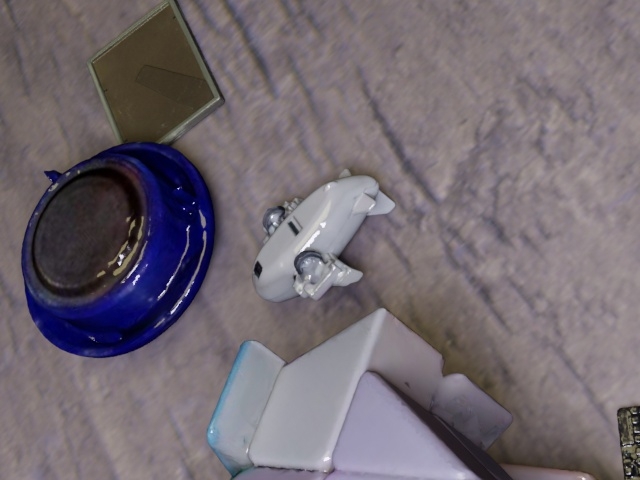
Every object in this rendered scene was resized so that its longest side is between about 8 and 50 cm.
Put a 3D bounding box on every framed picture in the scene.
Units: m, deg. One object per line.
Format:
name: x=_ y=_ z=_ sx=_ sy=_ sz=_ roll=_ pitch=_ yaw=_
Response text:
framed picture: x=-0.212 y=-0.201 z=1.550 sx=0.150 sy=0.015 sz=0.203 roll=-36 pitch=54 yaw=12

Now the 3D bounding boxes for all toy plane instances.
toy plane: x=-0.002 y=-0.001 z=1.292 sx=0.174 sy=0.080 sz=0.174 roll=-28 pitch=40 yaw=27

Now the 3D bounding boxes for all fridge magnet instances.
fridge magnet: x=-0.240 y=0.005 z=1.411 sx=0.265 sy=0.112 sz=0.265 roll=-12 pitch=65 yaw=27

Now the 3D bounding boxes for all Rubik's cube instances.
Rubik's cube: x=0.037 y=0.282 z=0.957 sx=0.387 sy=0.358 sz=0.368 roll=-47 pitch=33 yaw=2

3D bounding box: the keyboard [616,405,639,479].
keyboard: x=0.290 y=0.233 z=1.046 sx=0.060 sy=0.018 sz=0.195 roll=-13 pitch=63 yaw=23
